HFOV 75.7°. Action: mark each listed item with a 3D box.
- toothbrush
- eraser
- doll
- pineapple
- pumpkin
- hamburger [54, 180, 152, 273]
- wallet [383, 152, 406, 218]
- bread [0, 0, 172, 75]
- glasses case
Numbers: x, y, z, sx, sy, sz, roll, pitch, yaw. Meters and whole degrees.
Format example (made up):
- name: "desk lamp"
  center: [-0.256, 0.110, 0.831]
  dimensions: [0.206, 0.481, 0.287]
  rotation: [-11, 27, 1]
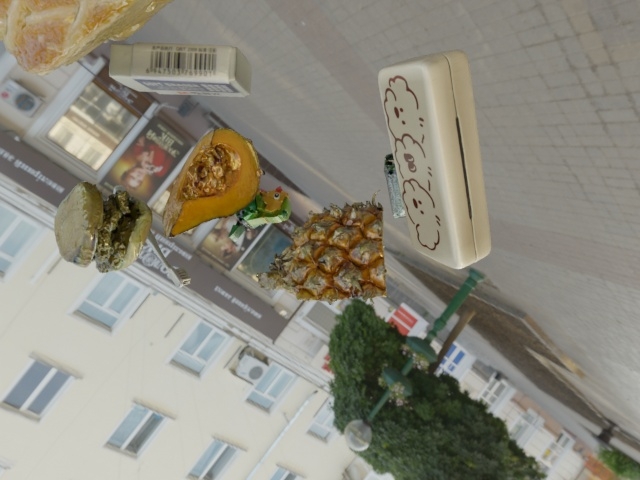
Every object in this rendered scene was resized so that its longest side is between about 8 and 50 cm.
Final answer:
- name: "toothbrush"
  center: [-0.374, -0.019, 0.892]
  dimensions: [0.030, 0.025, 0.342]
  rotation: [-12, -133, -46]
- name: "eraser"
  center: [-0.302, -0.375, 0.910]
  dimensions: [0.278, 0.081, 0.124]
  rotation: [5, -174, 6]
- name: "doll"
  center: [-0.173, -0.085, 1.164]
  dimensions: [0.106, 0.186, 0.135]
  rotation: [59, -161, -62]
- name: "pineapple"
  center: [-0.004, 0.000, 0.880]
  dimensions: [0.285, 0.209, 0.344]
  rotation: [-1, -173, 4]
- name: "pumpkin"
  center: [-0.245, -0.110, 0.953]
  dimensions: [0.163, 0.279, 0.111]
  rotation: [29, 168, -40]
- name: "hamburger"
  center: [-0.393, -0.012, 0.749]
  dimensions: [0.131, 0.185, 0.159]
  rotation: [16, -136, -51]
- name: "wallet"
  center: [0.247, -0.144, 1.031]
  dimensions: [0.236, 0.160, 0.055]
  rotation: [62, -160, -58]
- name: "bread"
  center: [-0.425, -0.528, 0.668]
  dimensions: [0.371, 0.389, 0.279]
  rotation: [53, -150, -29]
- name: "glasses case"
  center: [0.189, -0.124, 0.679]
  dimensions: [0.144, 0.076, 0.337]
  rotation: [33, 143, 62]
